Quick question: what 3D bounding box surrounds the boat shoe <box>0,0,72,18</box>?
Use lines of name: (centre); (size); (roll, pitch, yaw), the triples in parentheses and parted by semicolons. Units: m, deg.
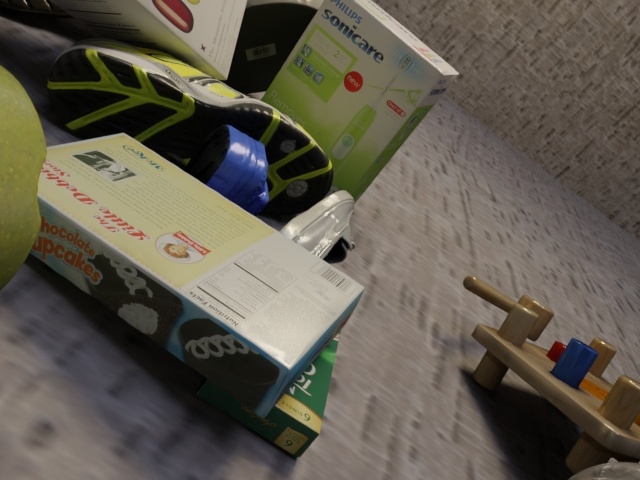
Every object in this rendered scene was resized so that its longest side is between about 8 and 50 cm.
boat shoe: (-0.396, -0.377, 0.903); (0.324, 0.122, 0.120); (7, 6, -34)

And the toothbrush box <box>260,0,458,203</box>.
toothbrush box: (0.038, -0.211, 0.974); (0.206, 0.283, 0.122); (43, 25, 7)

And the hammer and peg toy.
hammer and peg toy: (0.330, 0.187, 0.856); (0.266, 0.127, 0.361); (22, 11, -30)

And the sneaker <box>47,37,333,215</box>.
sneaker: (-0.145, -0.161, 0.816); (0.385, 0.145, 0.147); (26, 28, -27)

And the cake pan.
cake pan: (-0.102, -0.331, 1.027); (0.293, 0.293, 0.054); (4, 67, -50)

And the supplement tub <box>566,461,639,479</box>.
supplement tub: (0.344, 0.319, 0.598); (0.316, 0.193, 0.193); (20, 31, -34)

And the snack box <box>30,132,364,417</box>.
snack box: (-0.132, 0.010, 0.584); (0.322, 0.060, 0.187); (33, 25, 11)

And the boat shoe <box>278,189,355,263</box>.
boat shoe: (0.000, 0.000, 0.829); (0.081, 0.079, 0.227); (49, 31, 2)

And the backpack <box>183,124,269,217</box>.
backpack: (-0.110, -0.070, 0.735); (0.101, 0.120, 0.098); (22, 29, -31)

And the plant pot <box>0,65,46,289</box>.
plant pot: (-0.304, -0.043, 0.321); (0.276, 0.276, 0.254); (47, 15, 18)

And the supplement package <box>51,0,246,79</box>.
supplement package: (-0.214, -0.316, 0.779); (0.134, 0.138, 0.244); (11, -5, 21)

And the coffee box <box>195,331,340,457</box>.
coffee box: (-0.041, 0.113, 0.614); (0.113, 0.040, 0.184); (35, 26, -6)
